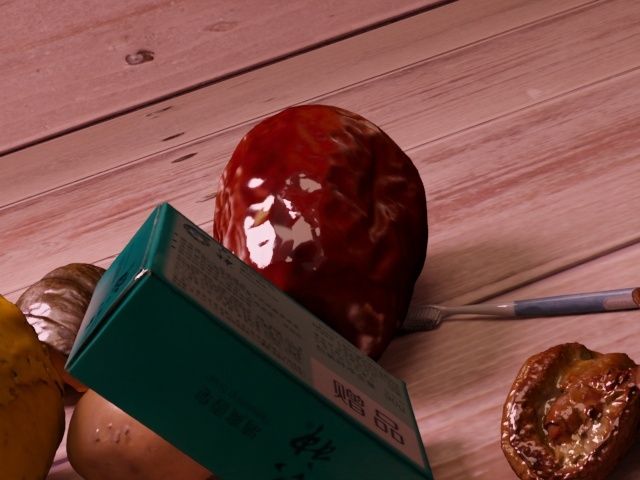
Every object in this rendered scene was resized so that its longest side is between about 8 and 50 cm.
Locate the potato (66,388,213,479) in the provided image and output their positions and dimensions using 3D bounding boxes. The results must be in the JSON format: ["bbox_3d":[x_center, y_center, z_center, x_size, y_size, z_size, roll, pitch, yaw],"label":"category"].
[{"bbox_3d":[-0.132,0.152,0.876,0.178,0.109,0.118,-19,9,37],"label":"potato"}]

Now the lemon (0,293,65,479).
[{"bbox_3d":[-0.341,0.152,0.865,0.253,0.254,0.310,-5,19,31],"label":"lemon"}]

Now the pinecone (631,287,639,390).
[{"bbox_3d":[0.305,0.040,0.685,0.207,0.208,0.208,-16,19,6],"label":"pinecone"}]

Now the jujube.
[{"bbox_3d":[0.000,0.000,1.033,0.223,0.223,0.318,-14,29,12],"label":"jujube"}]

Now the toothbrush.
[{"bbox_3d":[0.199,0.062,0.977,0.275,0.019,0.025,-7,27,28],"label":"toothbrush"}]

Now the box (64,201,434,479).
[{"bbox_3d":[-0.046,0.097,0.750,0.092,0.245,0.153,-49,14,13],"label":"box"}]

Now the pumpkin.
[{"bbox_3d":[-0.233,0.097,1.094,0.248,0.126,0.131,-5,25,30],"label":"pumpkin"}]

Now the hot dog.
[{"bbox_3d":[0.187,0.121,0.760,0.099,0.065,0.147,13,32,39],"label":"hot dog"}]
